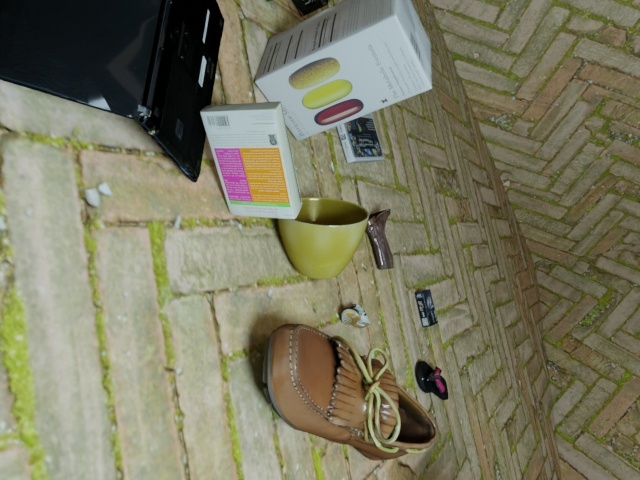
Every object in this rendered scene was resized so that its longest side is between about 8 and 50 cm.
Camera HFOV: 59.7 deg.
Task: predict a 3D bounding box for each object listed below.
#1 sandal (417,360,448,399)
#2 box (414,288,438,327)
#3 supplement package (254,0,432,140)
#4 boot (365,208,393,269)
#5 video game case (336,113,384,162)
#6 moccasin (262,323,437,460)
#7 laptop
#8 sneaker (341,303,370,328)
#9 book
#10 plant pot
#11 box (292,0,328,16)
[{"bbox_3d":[0.256,0.305,1.216,0.179,0.040,0.067,38,44,-49],"label":"sandal"},{"bbox_3d":[0.248,0.158,1.302,0.067,0.018,0.083,2,74,-61],"label":"box"},{"bbox_3d":[0.039,-0.285,0.895,0.139,0.244,0.134,50,35,-38],"label":"supplement package"},{"bbox_3d":[0.132,-0.001,1.147,0.106,0.037,0.114,-30,100,-49],"label":"boot"},{"bbox_3d":[0.076,-0.252,1.193,0.190,0.022,0.173,-19,93,-64],"label":"video game case"},{"bbox_3d":[0.055,0.219,0.764,0.380,0.147,0.139,50,36,-39],"label":"moccasin"},{"bbox_3d":[-0.212,-0.218,0.589,0.264,0.136,0.234,69,27,-75],"label":"laptop"},{"bbox_3d":[0.055,0.125,0.952,0.083,0.032,0.037,38,30,-56],"label":"sneaker"},{"bbox_3d":[-0.083,-0.095,0.683,0.035,0.096,0.144,-68,154,-50],"label":"book"},{"bbox_3d":[0.000,0.000,0.823,0.134,0.134,0.095,-39,138,-61],"label":"plant pot"},{"bbox_3d":[-0.028,-0.491,1.075,0.083,0.062,0.052,47,39,-42],"label":"box"}]
